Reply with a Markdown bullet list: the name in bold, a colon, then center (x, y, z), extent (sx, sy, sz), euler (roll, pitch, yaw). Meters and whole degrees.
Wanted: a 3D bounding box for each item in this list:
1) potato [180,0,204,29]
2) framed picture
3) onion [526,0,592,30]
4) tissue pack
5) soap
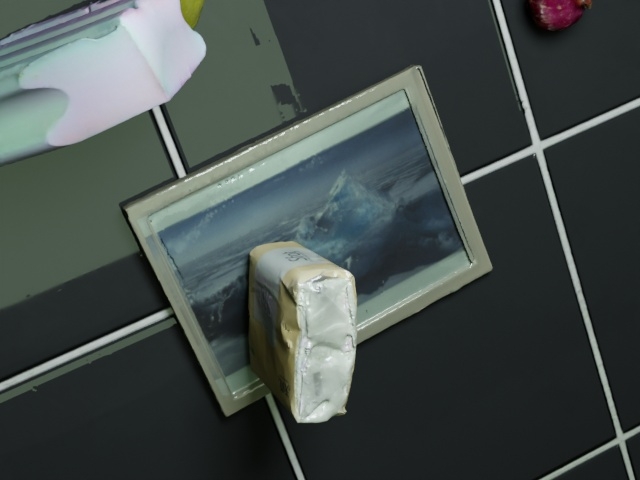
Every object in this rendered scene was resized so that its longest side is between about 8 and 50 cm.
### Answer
- **potato**: center (-0.160, -0.313, 1.249), extent (0.081, 0.149, 0.120), euler (-13, 67, -13)
- **framed picture**: center (0.000, 0.000, 1.451), extent (0.446, 0.028, 0.326), euler (-28, 109, -13)
- **onion**: center (0.330, -0.340, 1.466), extent (0.107, 0.097, 0.107), euler (-32, 132, -44)
- **tissue pack**: center (-0.027, 0.107, 1.328), extent (0.090, 0.222, 0.186), euler (-2, 102, -17)
- **soap**: center (-0.311, -0.174, 1.199), extent (0.324, 0.193, 0.109), euler (-12, 118, 24)
